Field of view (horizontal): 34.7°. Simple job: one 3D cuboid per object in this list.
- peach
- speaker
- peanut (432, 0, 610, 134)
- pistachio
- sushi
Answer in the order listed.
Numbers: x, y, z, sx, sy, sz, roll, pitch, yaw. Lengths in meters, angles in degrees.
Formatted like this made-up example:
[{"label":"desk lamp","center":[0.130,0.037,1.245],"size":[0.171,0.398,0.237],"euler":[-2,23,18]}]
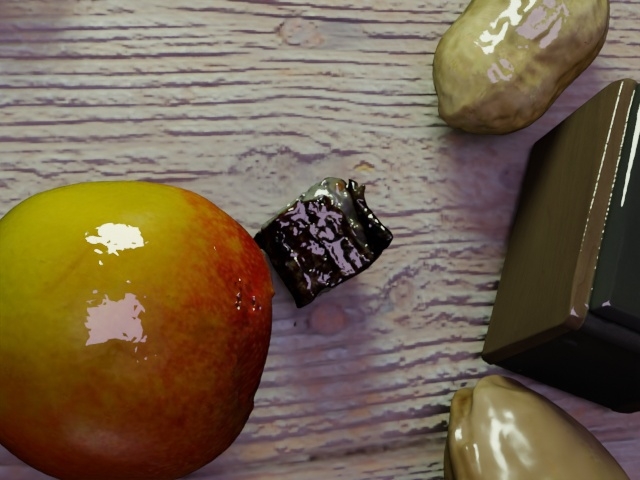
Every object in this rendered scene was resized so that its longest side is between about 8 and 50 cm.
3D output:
[{"label":"peach","center":[-0.145,0.065,0.751],"size":[0.231,0.231,0.231],"euler":[3,77,-14]},{"label":"speaker","center":[0.261,0.008,0.881],"size":[0.153,0.192,0.230],"euler":[21,69,-9]},{"label":"peanut","center":[0.186,-0.183,0.932],"size":[0.129,0.129,0.224],"euler":[36,74,-5]},{"label":"pistachio","center":[0.191,0.237,0.835],"size":[0.213,0.163,0.260],"euler":[29,44,-47]},{"label":"sushi","center":[-0.001,0.001,0.857],"size":[0.094,0.098,0.084],"euler":[-33,85,-14]}]
